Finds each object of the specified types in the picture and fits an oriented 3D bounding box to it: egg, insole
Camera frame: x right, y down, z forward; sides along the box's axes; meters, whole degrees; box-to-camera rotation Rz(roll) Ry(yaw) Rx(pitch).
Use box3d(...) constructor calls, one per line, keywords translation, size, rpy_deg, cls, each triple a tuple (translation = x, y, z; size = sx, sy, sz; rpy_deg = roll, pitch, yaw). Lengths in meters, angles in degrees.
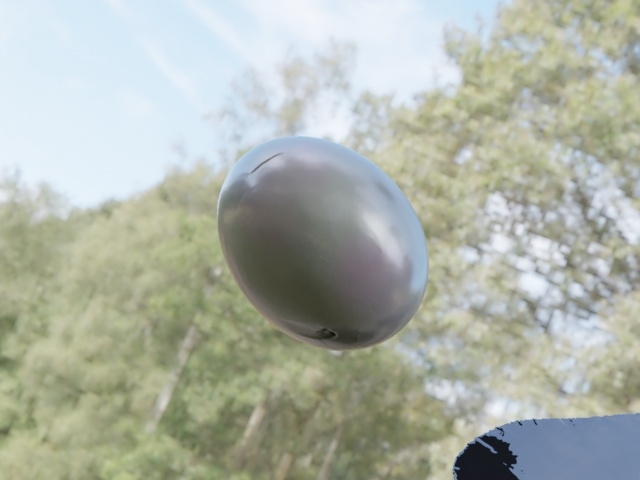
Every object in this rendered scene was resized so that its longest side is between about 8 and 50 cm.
box3d(translation=(0.000, 0.000, 0.780), size=(0.135, 0.103, 0.103), rpy_deg=(48, -1, 27), cls="egg")
box3d(translation=(0.159, 0.126, 0.818), size=(0.232, 0.003, 0.080), rpy_deg=(-4, 39, -42), cls="insole")
